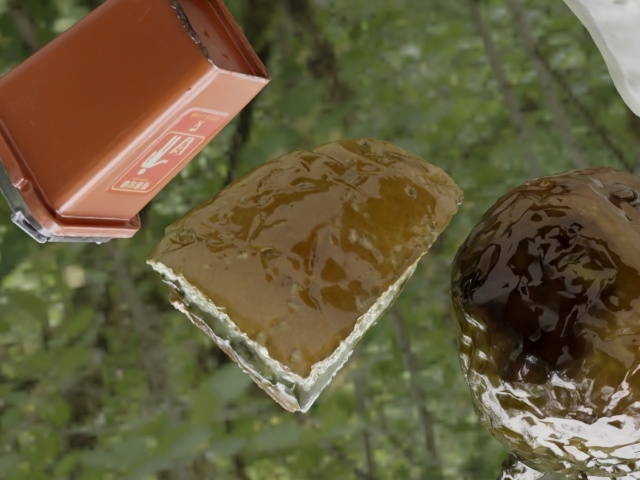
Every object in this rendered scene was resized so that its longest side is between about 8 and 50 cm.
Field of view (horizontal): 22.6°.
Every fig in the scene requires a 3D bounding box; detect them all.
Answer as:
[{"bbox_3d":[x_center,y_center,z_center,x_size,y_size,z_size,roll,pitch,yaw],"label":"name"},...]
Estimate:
[{"bbox_3d":[0.220,0.130,1.328,0.286,0.369,0.286,11,-145,-8],"label":"fig"}]

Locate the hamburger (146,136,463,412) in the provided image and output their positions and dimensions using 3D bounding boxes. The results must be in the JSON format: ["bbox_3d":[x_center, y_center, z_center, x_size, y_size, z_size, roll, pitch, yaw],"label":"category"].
[{"bbox_3d":[0.000,0.000,1.107,0.207,0.155,0.135,-42,-177,-9],"label":"hamburger"}]

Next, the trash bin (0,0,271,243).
[{"bbox_3d":[-0.181,-0.130,1.395,0.238,0.184,0.161,-39,164,19],"label":"trash bin"}]

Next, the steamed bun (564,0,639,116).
[{"bbox_3d":[0.248,-0.260,0.942,0.236,0.247,0.383,-20,-154,25],"label":"steamed bun"}]
